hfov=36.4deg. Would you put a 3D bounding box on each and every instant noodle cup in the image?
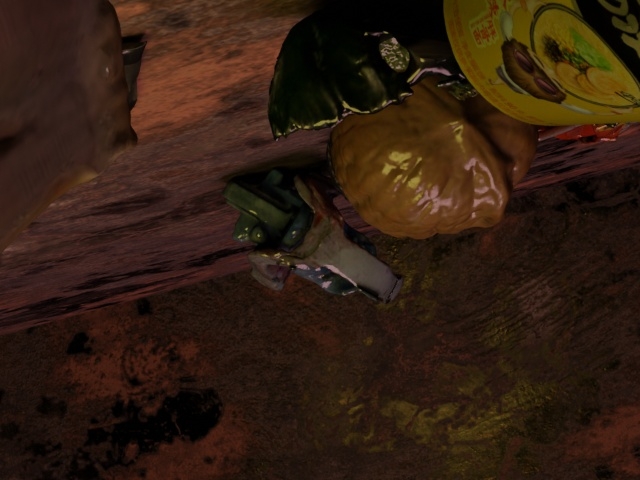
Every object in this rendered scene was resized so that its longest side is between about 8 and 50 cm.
[{"bbox_3d":[0.183,-0.152,0.524,0.216,0.215,0.236,-12,-176,-20],"label":"instant noodle cup"}]

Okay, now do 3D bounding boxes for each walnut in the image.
[{"bbox_3d":[0.106,-0.093,0.911,0.213,0.213,0.213,-14,175,-1],"label":"walnut"}]

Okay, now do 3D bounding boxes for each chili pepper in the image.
[{"bbox_3d":[0.086,-0.141,0.702,0.265,0.148,0.116,-11,147,-14],"label":"chili pepper"}]

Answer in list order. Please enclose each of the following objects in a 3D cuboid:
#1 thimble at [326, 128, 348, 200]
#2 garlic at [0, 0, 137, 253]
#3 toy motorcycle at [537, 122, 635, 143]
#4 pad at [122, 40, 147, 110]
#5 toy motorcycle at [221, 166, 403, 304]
[{"bbox_3d":[0.058,-0.098,1.162,0.095,0.104,0.066,-16,169,-26],"label":"thimble"},{"bbox_3d":[-0.274,-0.070,0.393,0.340,0.231,0.245,0,-138,10],"label":"garlic"},{"bbox_3d":[0.340,-0.173,1.210,0.298,0.089,0.171,-9,174,-43],"label":"toy motorcycle"},{"bbox_3d":[-0.251,-0.103,0.739,0.233,0.022,0.174,-14,174,-15],"label":"pad"},{"bbox_3d":[-0.015,0.019,1.427,0.182,0.241,0.319,-35,158,10],"label":"toy motorcycle"}]
